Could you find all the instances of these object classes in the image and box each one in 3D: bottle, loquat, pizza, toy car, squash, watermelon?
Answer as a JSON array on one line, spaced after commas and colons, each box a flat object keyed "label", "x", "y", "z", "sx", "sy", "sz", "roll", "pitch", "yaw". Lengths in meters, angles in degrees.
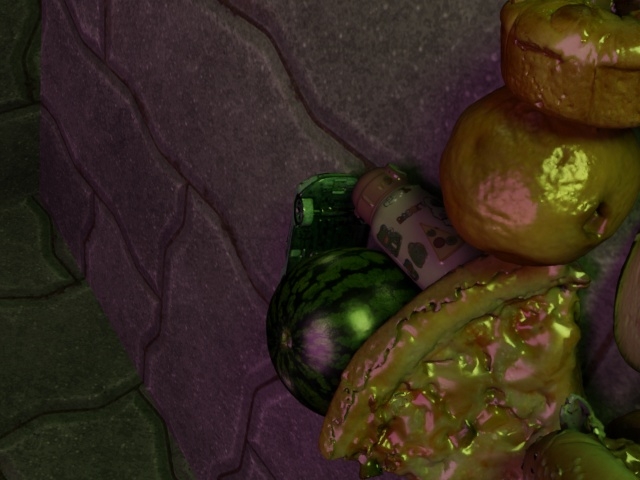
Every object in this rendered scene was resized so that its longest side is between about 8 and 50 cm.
[{"label": "bottle", "x": 0.147, "y": -0.016, "z": 1.086, "sx": 0.253, "sy": 0.120, "sz": 0.120, "roll": 48, "pitch": 139, "yaw": 30}, {"label": "loquat", "x": 0.249, "y": -0.080, "z": 0.829, "sx": 0.238, "sy": 0.193, "sz": 0.238, "roll": -39, "pitch": 37, "yaw": 38}, {"label": "pizza", "x": 0.180, "y": 0.219, "z": 0.974, "sx": 0.392, "sy": 0.080, "sz": 0.434, "roll": -9, "pitch": 98, "yaw": 10}, {"label": "toy car", "x": 0.000, "y": 0.000, "z": 1.291, "sx": 0.125, "sy": 0.136, "sz": 0.305, "roll": -117, "pitch": 30, "yaw": -52}, {"label": "squash", "x": 0.379, "y": 0.041, "z": 0.751, "sx": 0.041, "sy": 0.219, "sz": 0.219, "roll": 17, "pitch": 130, "yaw": 0}, {"label": "watermelon", "x": 0.051, "y": 0.148, "z": 1.158, "sx": 0.285, "sy": 0.285, "sz": 0.285, "roll": 27, "pitch": 126, "yaw": 46}]

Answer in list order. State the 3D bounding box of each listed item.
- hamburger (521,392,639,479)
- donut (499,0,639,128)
[{"label": "hamburger", "x": 0.356, "y": 0.335, "z": 0.803, "sx": 0.277, "sy": 0.195, "sz": 0.318, "roll": -116, "pitch": 6, "yaw": -69}, {"label": "donut", "x": 0.292, "y": -0.204, "z": 0.724, "sx": 0.226, "sy": 0.227, "sz": 0.113, "roll": 36, "pitch": 143, "yaw": 41}]
